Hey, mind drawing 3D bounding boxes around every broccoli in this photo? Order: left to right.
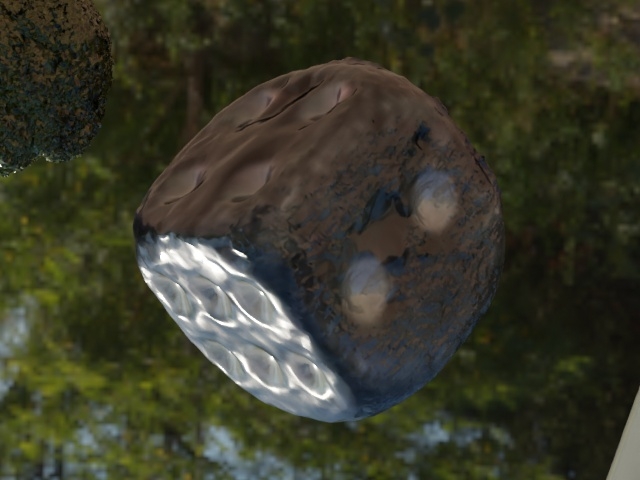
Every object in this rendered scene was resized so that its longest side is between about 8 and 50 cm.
[{"bbox_3d":[-0.168,-0.094,0.798,0.120,0.131,0.130,-8,154,31],"label":"broccoli"}]

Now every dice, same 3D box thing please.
[{"bbox_3d":[0.000,0.000,1.021,0.182,0.181,0.183,-1,-137,54],"label":"dice"}]

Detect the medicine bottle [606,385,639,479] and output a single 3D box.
[{"bbox_3d":[0.203,0.201,0.706,0.189,0.332,0.190,16,-168,-4],"label":"medicine bottle"}]
